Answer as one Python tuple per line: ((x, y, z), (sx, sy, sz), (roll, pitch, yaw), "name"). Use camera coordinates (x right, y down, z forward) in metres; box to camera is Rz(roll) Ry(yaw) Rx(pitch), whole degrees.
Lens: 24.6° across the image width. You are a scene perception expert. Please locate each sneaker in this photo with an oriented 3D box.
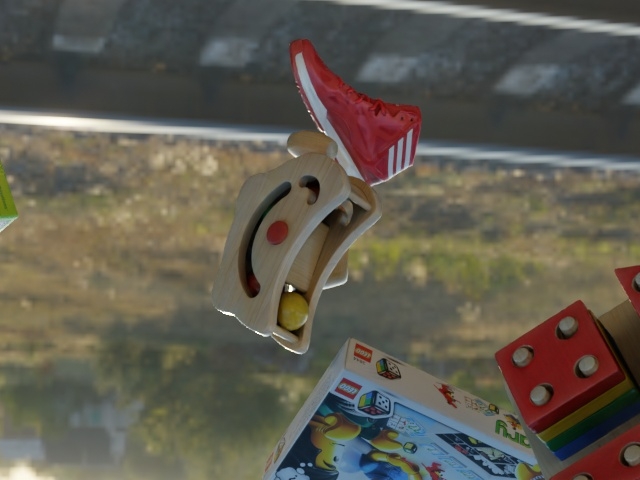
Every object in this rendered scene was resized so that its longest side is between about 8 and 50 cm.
((0.053, -0.179, 1.884), (0.128, 0.221, 0.087), (-24, -155, 9), "sneaker")

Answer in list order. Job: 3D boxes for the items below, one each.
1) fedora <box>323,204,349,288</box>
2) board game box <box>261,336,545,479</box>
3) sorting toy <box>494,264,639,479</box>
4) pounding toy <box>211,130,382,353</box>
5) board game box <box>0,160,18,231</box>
((-0.004, 0.002, 1.894), (0.079, 0.194, 0.194), (-6, 173, -7), "fedora")
((0.118, 0.231, 1.415), (0.305, 0.053, 0.193), (25, 127, -8), "board game box")
((0.280, 0.122, 1.178), (0.255, 0.257, 0.089), (-34, 129, 13), "sorting toy")
((0.000, 0.000, 1.668), (0.154, 0.269, 0.155), (1, 159, 40), "pounding toy")
((-0.349, -0.049, 1.220), (0.181, 0.092, 0.043), (-4, 157, -46), "board game box")
